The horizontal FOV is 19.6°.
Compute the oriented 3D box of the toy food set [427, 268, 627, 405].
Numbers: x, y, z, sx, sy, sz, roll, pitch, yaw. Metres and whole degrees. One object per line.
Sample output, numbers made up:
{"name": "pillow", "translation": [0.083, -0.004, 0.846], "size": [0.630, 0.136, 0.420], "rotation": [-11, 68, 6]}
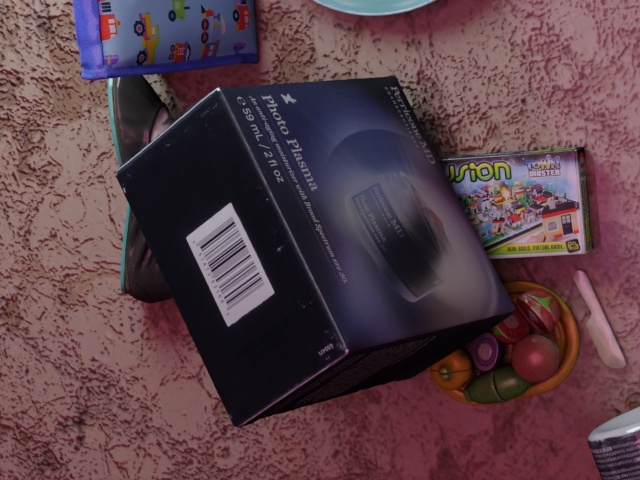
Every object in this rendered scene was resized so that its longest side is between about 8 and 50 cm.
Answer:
{"name": "toy food set", "translation": [0.202, 0.111, 1.979], "size": [0.218, 0.071, 0.128], "rotation": [-17, 91, 23]}

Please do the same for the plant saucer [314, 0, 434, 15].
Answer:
{"name": "plant saucer", "translation": [0.063, -0.400, 1.974], "size": [0.317, 0.044, 0.317], "rotation": [4, 100, 21]}

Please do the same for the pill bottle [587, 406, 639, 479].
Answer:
{"name": "pill bottle", "translation": [0.378, 0.291, 1.905], "size": [0.130, 0.130, 0.246], "rotation": [-22, 90, 23]}

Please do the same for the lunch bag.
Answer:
{"name": "lunch bag", "translation": [-0.188, -0.286, 1.953], "size": [0.138, 0.293, 0.221], "rotation": [-2, 97, 21]}

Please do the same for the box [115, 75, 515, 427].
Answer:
{"name": "box", "translation": [0.000, 0.000, 1.884], "size": [0.183, 0.294, 0.296], "rotation": [-36, 74, 36]}

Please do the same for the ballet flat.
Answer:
{"name": "ballet flat", "translation": [-0.181, -0.066, 2.101], "size": [0.096, 0.095, 0.280], "rotation": [1, 109, 12]}

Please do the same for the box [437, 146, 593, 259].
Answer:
{"name": "box", "translation": [0.183, -0.037, 1.983], "size": [0.207, 0.036, 0.114], "rotation": [-4, 96, 22]}
